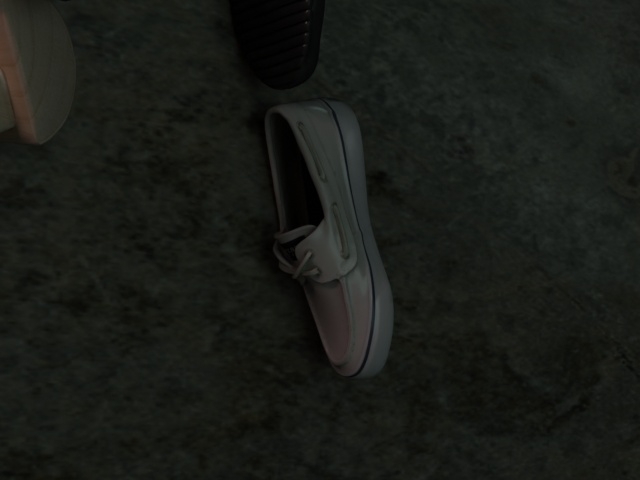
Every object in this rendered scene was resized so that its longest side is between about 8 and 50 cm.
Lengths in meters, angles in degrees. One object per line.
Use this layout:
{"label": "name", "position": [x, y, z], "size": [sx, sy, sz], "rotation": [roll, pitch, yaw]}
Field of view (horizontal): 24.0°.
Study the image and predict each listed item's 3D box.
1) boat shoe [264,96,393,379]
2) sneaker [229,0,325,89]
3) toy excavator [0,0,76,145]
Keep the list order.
{"label": "boat shoe", "position": [0.000, 0.000, 1.398], "size": [0.088, 0.096, 0.267], "rotation": [-7, 92, -38]}
{"label": "sneaker", "position": [-0.002, -0.301, 1.389], "size": [0.146, 0.122, 0.330], "rotation": [1, 88, -40]}
{"label": "toy excavator", "position": [-0.403, -0.121, 0.998], "size": [0.433, 0.222, 0.445], "rotation": [-58, 137, -28]}
